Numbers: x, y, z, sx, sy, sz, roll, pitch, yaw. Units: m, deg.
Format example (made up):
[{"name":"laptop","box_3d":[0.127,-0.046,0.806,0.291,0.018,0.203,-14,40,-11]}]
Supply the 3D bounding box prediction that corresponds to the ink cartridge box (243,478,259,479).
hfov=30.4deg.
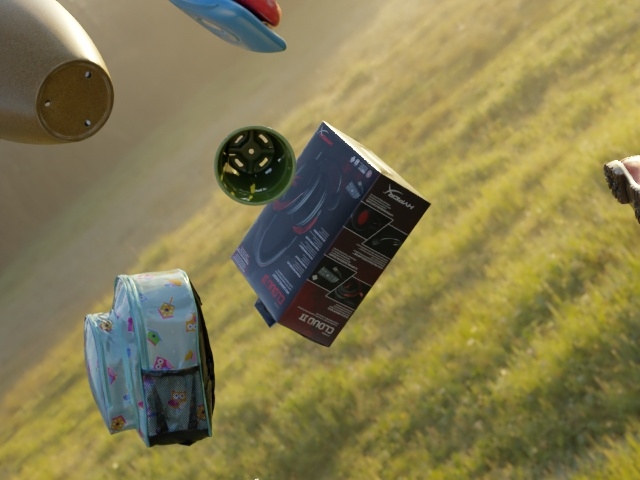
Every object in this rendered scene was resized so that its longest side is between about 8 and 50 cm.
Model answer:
[{"name":"ink cartridge box","box_3d":[-0.231,0.472,2.021,0.208,0.045,0.206,-14,3,22]}]

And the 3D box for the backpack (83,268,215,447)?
[{"name":"backpack","box_3d":[-0.196,0.127,1.346,0.144,0.188,0.166,1,10,-17]}]

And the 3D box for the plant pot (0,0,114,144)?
[{"name":"plant pot","box_3d":[-0.403,-0.232,1.683,0.237,0.237,0.254,-45,42,-15]}]

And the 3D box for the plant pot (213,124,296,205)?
[{"name":"plant pot","box_3d":[-0.071,-0.086,1.225,0.083,0.083,0.079,-40,17,5]}]

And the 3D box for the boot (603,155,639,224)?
[{"name":"boot","box_3d":[0.407,-0.058,1.405,0.085,0.059,0.158,-18,37,-2]}]

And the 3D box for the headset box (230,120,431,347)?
[{"name":"headset box","box_3d":[0.000,0.000,1.753,0.293,0.110,0.218,-55,33,10]}]

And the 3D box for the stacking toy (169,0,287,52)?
[{"name":"stacking toy","box_3d":[-0.083,-0.432,1.654,0.175,0.166,0.301,28,89,32]}]
